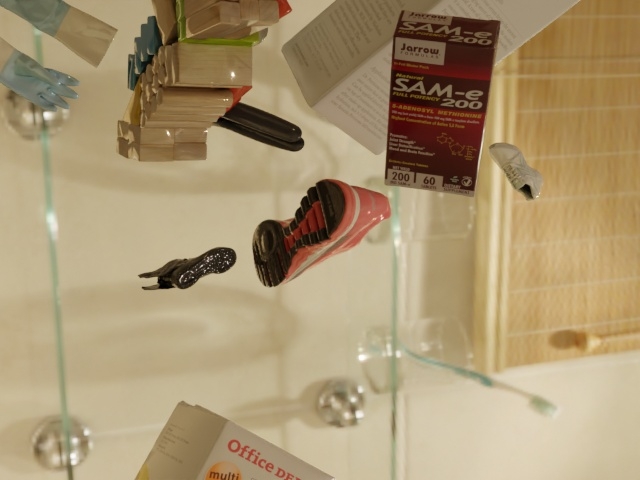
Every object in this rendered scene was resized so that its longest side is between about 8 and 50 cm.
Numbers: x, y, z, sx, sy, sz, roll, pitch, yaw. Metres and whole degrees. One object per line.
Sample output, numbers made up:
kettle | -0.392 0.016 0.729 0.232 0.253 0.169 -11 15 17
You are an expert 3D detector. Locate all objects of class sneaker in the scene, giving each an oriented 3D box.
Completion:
sneaker | 0.000 0.000 1.498 0.314 0.136 0.116 -33 -116 50
sneaker | 0.401 -0.142 1.874 0.054 0.152 0.061 -31 -152 43
sneaker | -0.245 0.051 1.701 0.089 0.170 0.051 7 -62 49

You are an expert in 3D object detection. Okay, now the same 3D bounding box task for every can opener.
can opener | -0.103 -0.151 1.094 0.073 0.186 0.059 -63 158 -8

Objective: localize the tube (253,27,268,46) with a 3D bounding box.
tube | -0.163 -0.409 1.562 0.207 0.080 0.052 51 -61 30

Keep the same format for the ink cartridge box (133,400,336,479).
ink cartridge box | -0.129 0.336 1.082 0.168 0.171 0.232 -3 -124 62

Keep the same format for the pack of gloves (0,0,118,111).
pack of gloves | -0.504 -0.353 1.620 0.195 0.232 0.046 -61 -159 -3

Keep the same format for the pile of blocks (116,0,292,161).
pile of blocks | -0.125 -0.207 0.995 0.362 0.113 0.149 -44 -124 52

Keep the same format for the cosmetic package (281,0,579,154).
cosmetic package | 0.185 -0.372 1.561 0.453 0.230 0.161 -36 -125 19

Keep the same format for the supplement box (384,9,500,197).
supplement box | 0.157 -0.176 1.213 0.073 0.130 0.239 -72 166 -46
